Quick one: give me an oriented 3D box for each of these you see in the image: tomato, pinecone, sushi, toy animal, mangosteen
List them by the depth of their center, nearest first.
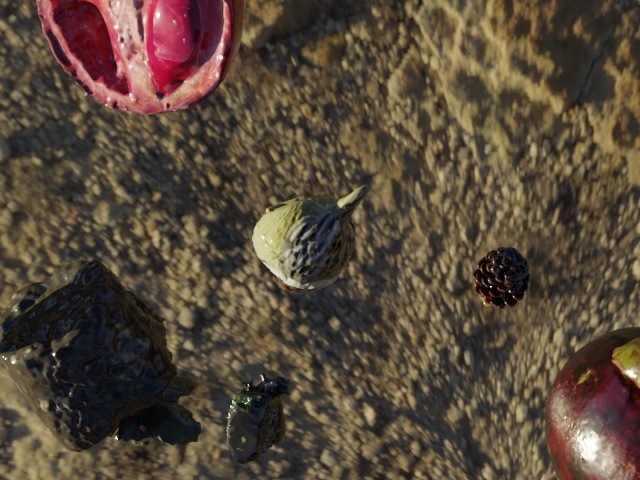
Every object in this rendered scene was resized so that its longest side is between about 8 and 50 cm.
[{"bbox_3d":[0.288,0.155,1.063,0.209,0.210,0.210,-2,77,8],"label":"mangosteen"},{"bbox_3d":[-0.140,-0.201,1.096,0.189,0.099,0.173,10,111,24],"label":"tomato"},{"bbox_3d":[0.000,0.000,1.229,0.137,0.098,0.098,-16,73,31],"label":"toy animal"},{"bbox_3d":[-0.074,0.198,1.440,0.056,0.083,0.085,19,114,17],"label":"sushi"},{"bbox_3d":[0.234,0.045,1.645,0.077,0.083,0.077,-4,57,7],"label":"pinecone"}]

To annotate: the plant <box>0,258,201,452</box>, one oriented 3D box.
[{"bbox_3d":[-0.307,0.195,1.837,0.213,0.312,0.215,-29,37,3],"label":"plant"}]
